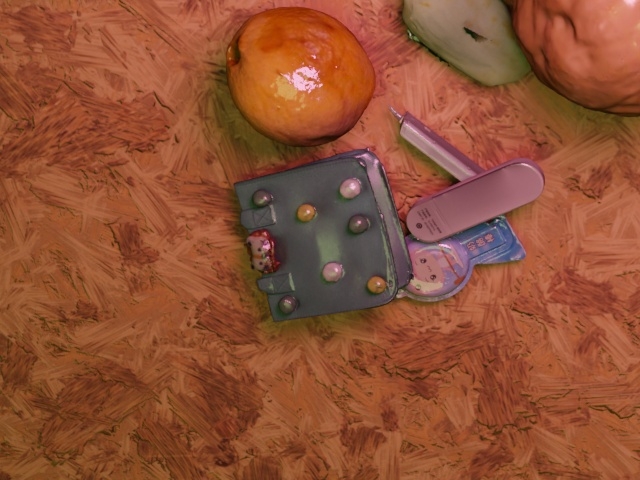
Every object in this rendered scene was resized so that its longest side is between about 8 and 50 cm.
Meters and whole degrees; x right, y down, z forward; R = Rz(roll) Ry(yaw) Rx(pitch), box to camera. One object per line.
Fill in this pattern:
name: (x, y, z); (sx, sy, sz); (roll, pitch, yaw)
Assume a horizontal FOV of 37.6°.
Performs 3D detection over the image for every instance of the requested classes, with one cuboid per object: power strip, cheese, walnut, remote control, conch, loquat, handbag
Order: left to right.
loquat: (-0.031, -0.254, 1.455); (0.238, 0.238, 0.193); (38, 123, -6)
handbag: (0.000, 0.001, 1.604); (0.274, 0.100, 0.269); (-11, 101, 23)
power strip: (0.209, -0.139, 1.543); (0.252, 0.060, 0.027); (36, 116, -5)
cheese: (0.221, 0.029, 1.619); (0.244, 0.052, 0.135); (-27, 105, 21)
conch: (0.211, -0.340, 1.438); (0.143, 0.137, 0.251); (-33, 125, -4)
remote control: (0.248, -0.064, 1.525); (0.245, 0.022, 0.077); (-24, 108, 31)
walnut: (0.417, -0.347, 1.239); (0.383, 0.383, 0.384); (5, 114, 10)
